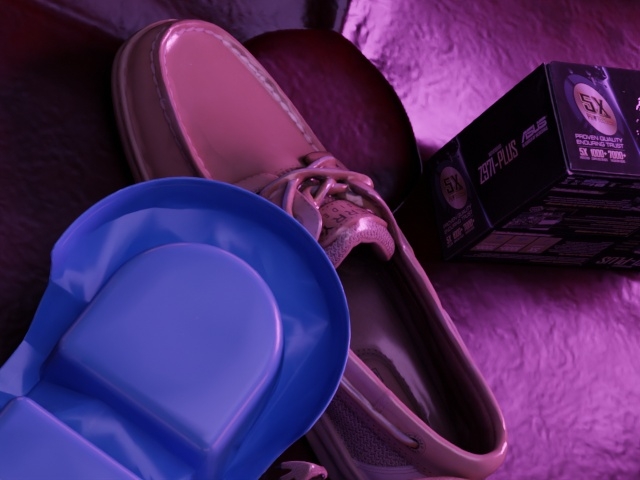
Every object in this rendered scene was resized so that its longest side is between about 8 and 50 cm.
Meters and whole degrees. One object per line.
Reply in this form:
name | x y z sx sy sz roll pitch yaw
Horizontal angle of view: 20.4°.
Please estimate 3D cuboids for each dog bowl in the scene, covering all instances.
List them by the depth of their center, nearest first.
dog bowl | -0.110 0.105 0.929 0.166 0.074 0.297 35 67 6

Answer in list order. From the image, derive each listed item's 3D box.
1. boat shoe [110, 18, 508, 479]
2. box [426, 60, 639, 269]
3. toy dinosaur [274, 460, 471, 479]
boat shoe | 0.000 0.000 1.057 0.122 0.110 0.341 -30 84 -36
box | 0.186 -0.044 1.160 0.180 0.147 0.077 3 66 -27
toy dinosaur | 0.003 0.151 0.973 0.183 0.092 0.053 -27 69 -4
